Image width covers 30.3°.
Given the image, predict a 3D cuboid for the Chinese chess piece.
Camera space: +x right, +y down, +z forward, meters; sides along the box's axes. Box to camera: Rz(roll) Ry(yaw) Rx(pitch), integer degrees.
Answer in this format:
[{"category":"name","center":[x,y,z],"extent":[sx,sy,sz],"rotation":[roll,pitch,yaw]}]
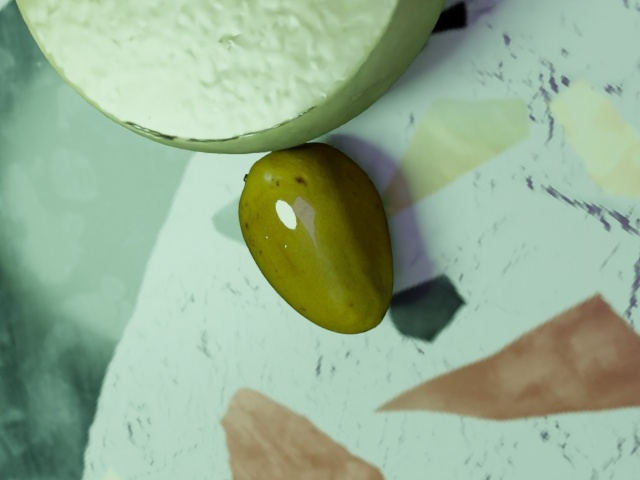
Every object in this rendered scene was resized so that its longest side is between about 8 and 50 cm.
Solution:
[{"category":"Chinese chess piece","center":[-0.047,-0.171,0.628],"extent":[0.251,0.097,0.251],"rotation":[4,102,19]}]

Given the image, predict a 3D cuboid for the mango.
[{"category":"mango","center":[0.000,0.000,0.665],"extent":[0.080,0.060,0.114],"rotation":[-36,92,25]}]
